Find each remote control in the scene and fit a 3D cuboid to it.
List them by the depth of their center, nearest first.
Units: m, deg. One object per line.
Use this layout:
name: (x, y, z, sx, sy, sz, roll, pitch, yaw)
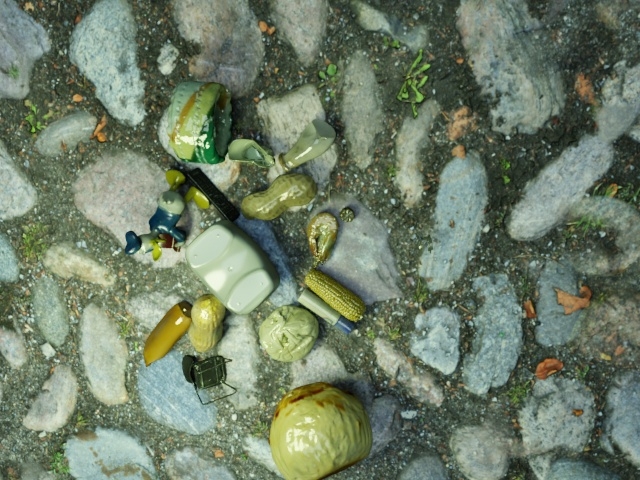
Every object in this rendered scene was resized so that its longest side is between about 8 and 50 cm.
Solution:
remote control: (-0.402, -0.171, 1.600, 0.245, 0.063, 0.025, 49, 141, -2)

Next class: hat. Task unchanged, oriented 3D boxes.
hat: (-0.248, -0.300, 1.529, 0.165, 0.081, 0.123, -3, 64, -11)

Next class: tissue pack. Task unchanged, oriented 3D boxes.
tissue pack: (-0.311, 0.094, 1.547, 0.229, 0.236, 0.333, -41, 93, 2)

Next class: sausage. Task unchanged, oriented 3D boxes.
sausage: (-0.620, 0.387, 1.685, 0.112, 0.112, 0.328, 40, 101, -1)

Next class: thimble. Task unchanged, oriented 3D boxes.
thimble: (-0.406, -0.409, 1.462, 0.167, 0.254, 0.289, 7, 86, 3)

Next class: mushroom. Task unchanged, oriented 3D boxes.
mushroom: (-0.047, -0.328, 1.521, 0.225, 0.093, 0.116, -45, 69, 20)

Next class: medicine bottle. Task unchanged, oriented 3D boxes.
medicine bottle: (0.022, 0.270, 1.617, 0.230, 0.059, 0.059, 35, 101, 1)

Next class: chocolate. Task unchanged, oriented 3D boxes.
chocolate: (-0.425, 0.314, 1.601, 0.134, 0.134, 0.309, 24, 131, 2)

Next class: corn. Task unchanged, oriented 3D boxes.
corn: (0.055, 0.203, 1.589, 0.260, 0.091, 0.091, 35, 98, 1)

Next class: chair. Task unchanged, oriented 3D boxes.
chair: (-0.448, 0.529, 1.693, 0.145, 0.221, 0.141, -11, 100, -35)

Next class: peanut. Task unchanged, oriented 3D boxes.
peanut: (-0.156, -0.158, 1.542, 0.298, 0.120, 0.136, -24, 72, 10)

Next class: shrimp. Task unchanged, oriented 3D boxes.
shrimp: (0.000, 0.000, 1.583, 0.115, 0.051, 0.217, 16, 101, 10)

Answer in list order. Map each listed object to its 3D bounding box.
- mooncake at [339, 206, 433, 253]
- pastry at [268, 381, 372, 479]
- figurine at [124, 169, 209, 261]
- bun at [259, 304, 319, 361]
mooncake: (0.239, -0.039, 1.553, 0.346, 0.057, 0.151, 5, 112, 12)
pastry: (-0.007, 0.683, 1.541, 0.388, 0.388, 0.313, -29, 63, 10)
figurine: (-0.589, -0.051, 1.544, 0.204, 0.338, 0.284, 29, 135, 8)
bun: (-0.122, 0.355, 1.607, 0.229, 0.145, 0.230, 1, 96, 5)
